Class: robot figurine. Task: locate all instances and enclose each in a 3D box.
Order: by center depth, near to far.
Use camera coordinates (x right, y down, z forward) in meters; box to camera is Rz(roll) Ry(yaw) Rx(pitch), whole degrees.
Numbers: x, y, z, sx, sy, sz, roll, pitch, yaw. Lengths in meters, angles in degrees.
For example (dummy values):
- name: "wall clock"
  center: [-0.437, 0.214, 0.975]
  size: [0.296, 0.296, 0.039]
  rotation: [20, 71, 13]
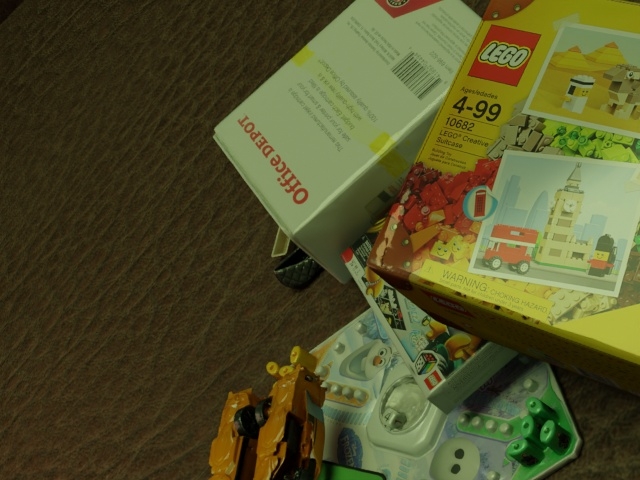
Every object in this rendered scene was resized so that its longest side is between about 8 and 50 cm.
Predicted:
- name: "robot figurine"
  center: [-0.073, 0.308, 1.721]
  size: [0.211, 0.085, 0.291]
  rotation: [-25, 42, 38]

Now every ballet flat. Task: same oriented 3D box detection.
- name: "ballet flat"
  center: [0.000, 0.000, 2.011]
  size: [0.173, 0.049, 0.057]
  rotation: [-51, 38, 2]

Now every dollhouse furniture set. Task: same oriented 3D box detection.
- name: "dollhouse furniture set"
  center: [-0.050, -0.039, 2.069]
  size: [0.091, 0.081, 0.114]
  rotation: [-12, 53, 41]

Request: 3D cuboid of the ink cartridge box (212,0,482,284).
- name: "ink cartridge box"
  center: [0.077, -0.171, 1.916]
  size: [0.385, 0.160, 0.279]
  rotation: [-41, 46, 4]

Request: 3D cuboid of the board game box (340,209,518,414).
- name: "board game box"
  center: [0.158, 0.052, 1.714]
  size: [0.193, 0.053, 0.305]
  rotation: [-43, 39, 9]

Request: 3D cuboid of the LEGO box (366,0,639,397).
- name: "LEGO box"
  center: [0.358, -0.035, 1.431]
  size: [0.500, 0.193, 0.372]
  rotation: [19, 79, 36]

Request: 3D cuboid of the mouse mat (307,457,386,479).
- name: "mouse mat"
  center: [-0.002, 0.364, 1.676]
  size: [0.152, 0.007, 0.189]
  rotation: [3, 65, 48]

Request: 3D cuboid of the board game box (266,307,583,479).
- name: "board game box"
  center: [0.107, 0.207, 1.733]
  size: [0.390, 0.050, 0.390]
  rotation: [-37, 39, 20]
